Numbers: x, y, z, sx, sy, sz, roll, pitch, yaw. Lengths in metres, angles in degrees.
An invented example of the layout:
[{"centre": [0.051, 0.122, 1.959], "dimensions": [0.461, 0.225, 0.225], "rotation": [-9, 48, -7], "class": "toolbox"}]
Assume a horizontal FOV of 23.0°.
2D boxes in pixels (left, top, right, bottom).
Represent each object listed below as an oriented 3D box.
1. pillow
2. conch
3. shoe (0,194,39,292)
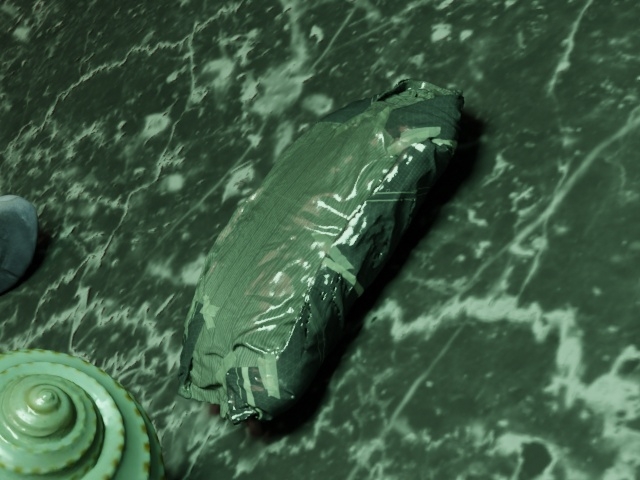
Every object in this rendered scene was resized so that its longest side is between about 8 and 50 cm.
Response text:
[{"centre": [0.000, 0.000, 1.293], "dimensions": [0.161, 0.092, 0.335], "rotation": [22, 74, 47], "class": "pillow"}, {"centre": [-0.265, 0.243, 1.205], "dimensions": [0.215, 0.303, 0.319], "rotation": [39, 125, 52], "class": "conch"}, {"centre": [-0.382, -0.008, 1.695], "dimensions": [0.245, 0.095, 0.137], "rotation": [-27, 43, 36], "class": "shoe"}]
